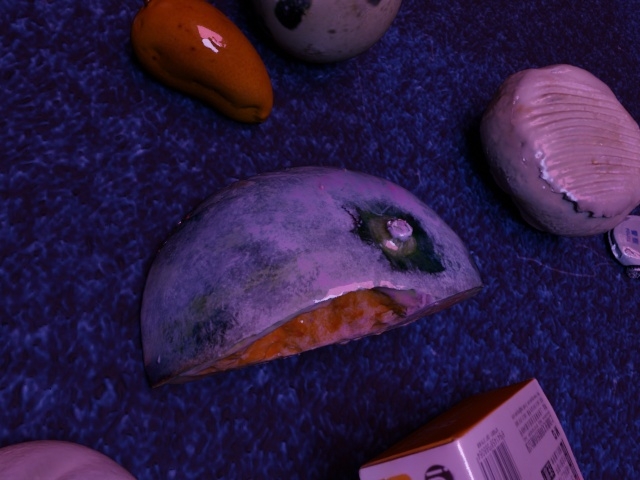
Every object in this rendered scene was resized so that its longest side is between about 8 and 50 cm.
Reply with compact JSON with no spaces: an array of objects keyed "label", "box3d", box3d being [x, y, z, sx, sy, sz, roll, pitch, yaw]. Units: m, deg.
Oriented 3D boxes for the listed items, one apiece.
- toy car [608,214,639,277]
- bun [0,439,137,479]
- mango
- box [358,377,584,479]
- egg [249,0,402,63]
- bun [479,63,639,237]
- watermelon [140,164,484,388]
[{"label":"toy car","box3d":[0.523,0.025,0.930,0.204,0.056,0.096,23,58,-22]},{"label":"bun","box3d":[-0.172,0.207,0.361,0.172,0.120,0.173,13,60,-24]},{"label":"mango","box3d":[-0.108,-0.184,0.608,0.159,0.105,0.084,25,74,-24]},{"label":"box","box3d":[0.160,0.246,0.506,0.273,0.091,0.221,7,60,-58]},{"label":"egg","box3d":[0.012,-0.303,0.698,0.177,0.177,0.228,39,41,-10]},{"label":"bun","box3d":[0.313,-0.118,0.817,0.238,0.141,0.239,10,65,-22]},{"label":"watermelon","box3d":[0.004,-0.002,0.539,0.321,0.175,0.188,-12,74,-37]}]
